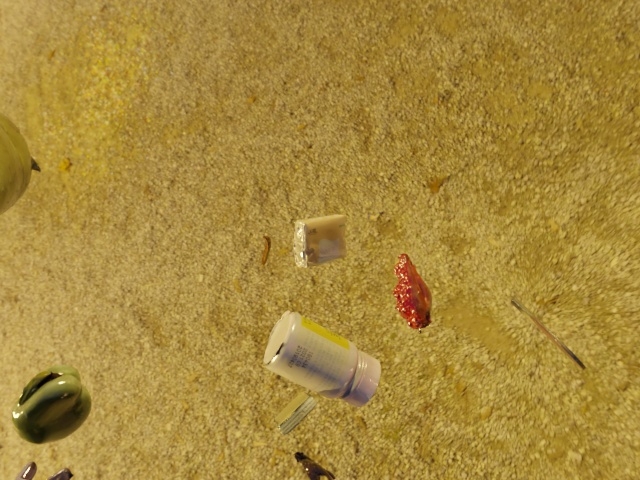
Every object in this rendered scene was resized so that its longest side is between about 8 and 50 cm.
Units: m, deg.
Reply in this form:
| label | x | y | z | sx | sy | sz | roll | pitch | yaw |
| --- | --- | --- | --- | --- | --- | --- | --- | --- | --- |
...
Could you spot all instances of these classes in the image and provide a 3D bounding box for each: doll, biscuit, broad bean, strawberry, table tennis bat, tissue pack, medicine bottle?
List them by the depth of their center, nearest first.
| label | x | y | z | sx | sy | sz | roll | pitch | yaw |
| --- | --- | --- | --- | --- | --- | --- | --- | --- | --- |
| strawberry | 0.176 | 0.097 | 0.786 | 0.048 | 0.104 | 0.152 | -13 | 89 | 36 |
| broad bean | -0.659 | 0.411 | 1.032 | 0.100 | 0.169 | 0.227 | 39 | 135 | 51 |
| table tennis bat | 0.565 | 0.225 | 1.056 | 0.022 | 0.138 | 0.246 | -44 | 32 | 10 |
| doll | -0.025 | 0.768 | 1.410 | 0.165 | 0.139 | 0.057 | 31 | 71 | 23 |
| biscuit | -0.090 | 0.597 | 1.460 | 0.150 | 0.252 | 0.052 | -40 | 84 | -18 |
| medicine bottle | 0.005 | 0.422 | 1.473 | 0.379 | 0.213 | 0.213 | 31 | 96 | -13 |
| tissue pack | 0.000 | 0.000 | 1.604 | 0.090 | 0.222 | 0.186 | 11 | 107 | 45 |

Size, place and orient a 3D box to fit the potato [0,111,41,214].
| label | x | y | z | sx | sy | sz | roll | pitch | yaw |
| --- | --- | --- | --- | --- | --- | --- | --- | --- | --- |
| potato | -0.401 | -0.056 | 0.410 | 0.169 | 0.143 | 0.248 | 6 | 43 | -9 |

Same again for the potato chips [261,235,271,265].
| label | x | y | z | sx | sy | sz | roll | pitch | yaw |
| --- | --- | --- | --- | --- | --- | --- | --- | --- | --- |
| potato chips | -0.238 | 0.043 | 1.830 | 0.026 | 0.204 | 0.037 | 41 | 55 | 18 |

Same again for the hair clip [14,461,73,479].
| label | x | y | z | sx | sy | sz | roll | pitch | yaw |
| --- | --- | --- | --- | --- | --- | --- | --- | --- | --- |
| hair clip | -0.618 | 0.547 | 0.794 | 0.090 | 0.278 | 0.137 | 10 | 114 | 19 |
